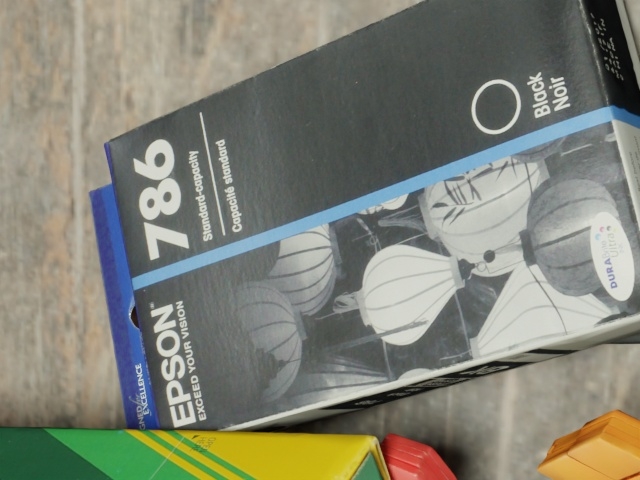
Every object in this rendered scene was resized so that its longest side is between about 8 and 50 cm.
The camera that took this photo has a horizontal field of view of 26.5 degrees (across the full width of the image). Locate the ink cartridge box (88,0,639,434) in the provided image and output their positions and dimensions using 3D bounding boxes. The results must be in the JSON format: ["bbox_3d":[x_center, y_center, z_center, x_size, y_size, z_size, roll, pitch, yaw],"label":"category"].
[{"bbox_3d":[0.000,0.000,0.649,0.332,0.065,0.165,-21,75,32],"label":"ink cartridge box"}]

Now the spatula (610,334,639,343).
[{"bbox_3d":[0.083,0.037,0.652,0.296,0.030,0.084,-6,86,29],"label":"spatula"}]

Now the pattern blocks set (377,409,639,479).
[{"bbox_3d":[0.160,0.186,0.578,0.324,0.026,0.285,-9,121,48],"label":"pattern blocks set"}]

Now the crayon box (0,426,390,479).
[{"bbox_3d":[-0.079,0.269,0.705,0.313,0.106,0.363,-3,118,28],"label":"crayon box"}]
